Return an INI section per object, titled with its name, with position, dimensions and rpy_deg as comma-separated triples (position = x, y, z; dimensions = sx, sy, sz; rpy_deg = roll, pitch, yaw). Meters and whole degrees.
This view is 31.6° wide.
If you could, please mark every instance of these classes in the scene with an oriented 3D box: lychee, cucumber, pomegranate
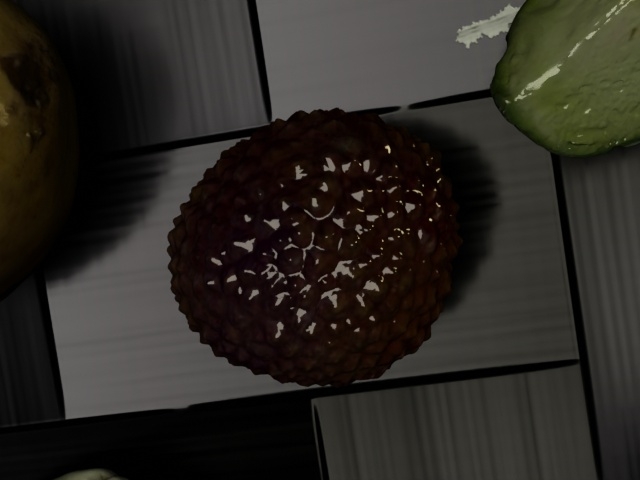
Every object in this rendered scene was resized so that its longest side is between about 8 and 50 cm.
[lychee]
position = 0.000, 0.000, 0.739
dimensions = 0.188, 0.188, 0.188
rpy_deg = 1, 95, 10
[cucumber]
position = 0.250, -0.179, 0.719
dimensions = 0.325, 0.105, 0.145
rpy_deg = -41, 120, 12
[pomegranate]
position = -0.301, -0.066, 0.751
dimensions = 0.281, 0.281, 0.281
rpy_deg = 1, 95, 10

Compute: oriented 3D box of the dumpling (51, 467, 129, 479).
[dumpling]
position = -0.188, 0.247, 0.852
dimensions = 0.169, 0.100, 0.134
rpy_deg = -38, 125, -8

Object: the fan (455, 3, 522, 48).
[fan]
position = 0.250, -0.192, 0.771
dimensions = 0.329, 0.009, 0.191
rpy_deg = -16, 92, 11
